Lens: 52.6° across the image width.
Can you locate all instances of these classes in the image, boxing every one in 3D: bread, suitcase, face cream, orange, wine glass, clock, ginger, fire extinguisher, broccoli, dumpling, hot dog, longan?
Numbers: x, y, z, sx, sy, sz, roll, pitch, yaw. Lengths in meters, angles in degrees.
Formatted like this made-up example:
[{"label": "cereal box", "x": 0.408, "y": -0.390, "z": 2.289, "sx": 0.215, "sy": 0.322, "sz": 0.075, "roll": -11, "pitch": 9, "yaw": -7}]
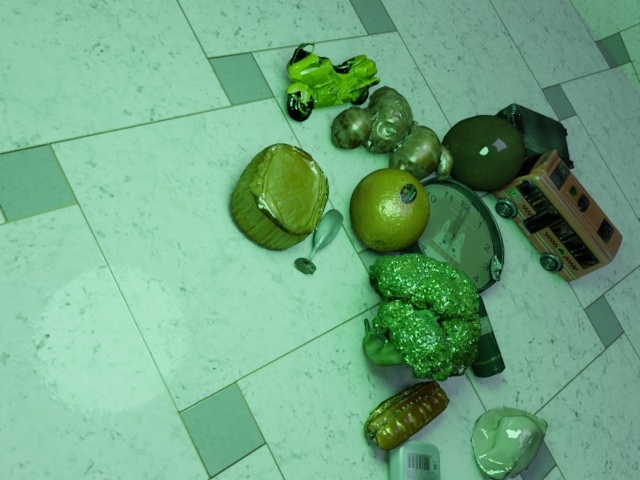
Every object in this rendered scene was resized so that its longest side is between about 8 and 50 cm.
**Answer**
[{"label": "bread", "x": -0.098, "y": -0.110, "z": 1.616, "sx": 0.227, "sy": 0.142, "sz": 0.253, "roll": 35, "pitch": 50, "yaw": -14}, {"label": "suitcase", "x": 0.760, "y": -0.353, "z": 2.324, "sx": 0.312, "sy": 0.128, "sz": 0.202, "roll": 15, "pitch": 61, "yaw": -29}, {"label": "face cream", "x": 0.225, "y": 0.625, "z": 1.527, "sx": 0.144, "sy": 0.071, "sz": 0.291, "roll": 15, "pitch": 59, "yaw": -24}, {"label": "orange", "x": 0.186, "y": -0.084, "z": 1.748, "sx": 0.236, "sy": 0.236, "sz": 0.236, "roll": 15, "pitch": 61, "yaw": -28}, {"label": "wine glass", "x": 0.000, "y": 0.000, "z": 1.683, "sx": 0.066, "sy": 0.066, "sz": 0.198, "roll": 40, "pitch": 49, "yaw": -12}, {"label": "clock", "x": 0.394, "y": -0.011, "z": 1.944, "sx": 0.386, "sy": 0.076, "sz": 0.385, "roll": 15, "pitch": 61, "yaw": -28}, {"label": "ginger", "x": 0.223, "y": -0.291, "z": 1.895, "sx": 0.375, "sy": 0.176, "sz": 0.256, "roll": 34, "pitch": 62, "yaw": -8}, {"label": "fire extinguisher", "x": 0.426, "y": 0.229, "z": 1.806, "sx": 0.118, "sy": 0.093, "sz": 0.294, "roll": -22, "pitch": 94, "yaw": -44}, {"label": "broccoli", "x": 0.254, "y": 0.190, "z": 1.622, "sx": 0.321, "sy": 0.309, "sz": 0.413, "roll": 7, "pitch": 31, "yaw": -22}, {"label": "dumpling", "x": 0.502, "y": 0.529, "z": 1.745, "sx": 0.247, "sy": 0.142, "sz": 0.173, "roll": -32, "pitch": 53, "yaw": -33}, {"label": "hot dog", "x": 0.213, "y": 0.422, "z": 1.603, "sx": 0.269, "sy": 0.115, "sz": 0.072, "roll": -25, "pitch": 119, "yaw": -41}, {"label": "longan", "x": 0.510, "y": -0.275, "z": 2.040, "sx": 0.258, "sy": 0.258, "sz": 0.257, "roll": 15, "pitch": 61, "yaw": -28}]

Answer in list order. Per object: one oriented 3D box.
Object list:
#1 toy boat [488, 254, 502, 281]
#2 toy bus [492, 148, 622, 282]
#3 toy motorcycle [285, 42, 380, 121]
[{"label": "toy boat", "x": 0.518, "y": 0.081, "z": 1.912, "sx": 0.038, "sy": 0.038, "sz": 0.083, "roll": 16, "pitch": 61, "yaw": -28}, {"label": "toy bus", "x": 0.781, "y": -0.087, "z": 2.145, "sx": 0.427, "sy": 0.233, "sz": 0.203, "roll": 49, "pitch": 51, "yaw": -6}, {"label": "toy motorcycle", "x": 0.020, "y": -0.472, "z": 1.872, "sx": 0.342, "sy": 0.142, "sz": 0.205, "roll": -23, "pitch": 121, "yaw": -40}]
